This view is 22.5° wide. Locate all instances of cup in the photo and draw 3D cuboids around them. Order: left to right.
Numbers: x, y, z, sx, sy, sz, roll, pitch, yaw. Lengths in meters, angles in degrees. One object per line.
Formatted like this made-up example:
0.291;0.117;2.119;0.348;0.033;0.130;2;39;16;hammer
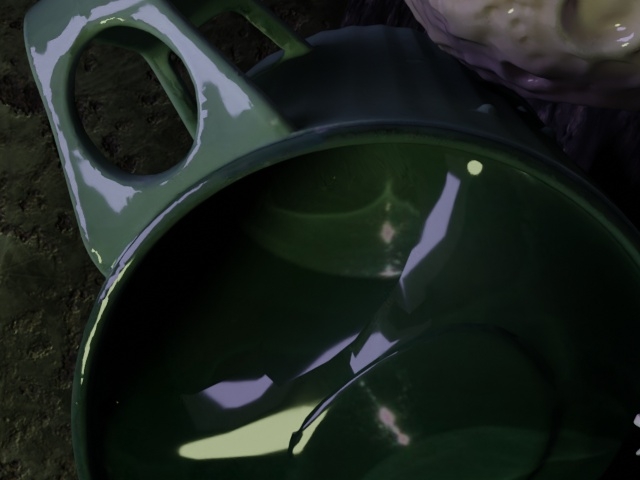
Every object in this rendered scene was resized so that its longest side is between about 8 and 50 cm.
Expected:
0.025;-0.002;0.933;0.392;0.310;0.401;-90;-10;-70;cup

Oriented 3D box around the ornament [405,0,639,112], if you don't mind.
0.157;-0.184;0.869;0.259;0.259;0.225;-137;54;-78;ornament

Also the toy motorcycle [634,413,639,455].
0.164;0.153;0.637;0.221;0.102;0.150;-68;24;7;toy motorcycle
